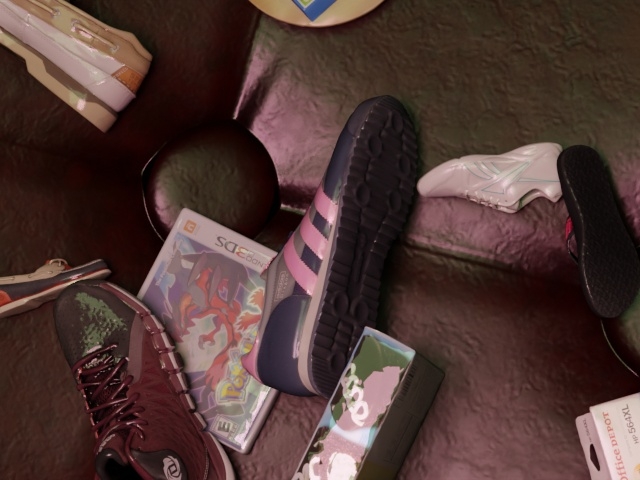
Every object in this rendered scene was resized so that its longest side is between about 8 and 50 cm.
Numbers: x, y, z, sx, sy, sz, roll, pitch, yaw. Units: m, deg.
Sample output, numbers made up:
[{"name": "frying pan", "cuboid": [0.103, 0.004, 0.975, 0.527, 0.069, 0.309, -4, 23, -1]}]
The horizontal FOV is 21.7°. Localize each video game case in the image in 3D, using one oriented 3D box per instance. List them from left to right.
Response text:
[{"name": "video game case", "cuboid": [-0.109, 0.092, 1.731, 0.183, 0.023, 0.201, 26, 86, 16]}]

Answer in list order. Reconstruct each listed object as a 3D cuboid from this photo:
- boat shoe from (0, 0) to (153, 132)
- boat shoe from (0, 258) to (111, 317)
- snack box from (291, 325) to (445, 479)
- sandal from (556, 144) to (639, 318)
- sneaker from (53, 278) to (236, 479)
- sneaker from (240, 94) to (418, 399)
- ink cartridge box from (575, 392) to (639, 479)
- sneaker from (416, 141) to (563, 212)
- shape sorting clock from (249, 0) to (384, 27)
[{"name": "boat shoe", "cuboid": [-0.312, -0.247, 1.804, 0.302, 0.113, 0.103, 40, 88, 6]}, {"name": "boat shoe", "cuboid": [-0.288, 0.042, 1.770, 0.137, 0.049, 0.043, -19, 74, 13]}, {"name": "snack box", "cuboid": [0.013, 0.248, 1.589, 0.060, 0.187, 0.322, 25, 85, 16]}, {"name": "sandal", "cuboid": [0.270, -0.006, 1.655, 0.067, 0.040, 0.179, -2, 70, -25]}, {"name": "sneaker", "cuboid": [-0.195, 0.164, 1.639, 0.106, 0.162, 0.281, -38, 83, 20]}, {"name": "sneaker", "cuboid": [0.000, 0.000, 1.666, 0.131, 0.112, 0.319, 0, 64, 42]}, {"name": "ink cartridge box", "cuboid": [0.320, 0.190, 1.582, 0.143, 0.090, 0.092, -17, 76, 8]}, {"name": "sneaker", "cuboid": [0.173, -0.057, 1.682, 0.152, 0.054, 0.061, -10, 80, 10]}, {"name": "shape sorting clock", "cuboid": [-0.001, -0.325, 1.779, 0.206, 0.040, 0.206, -2, 77, 9]}]
